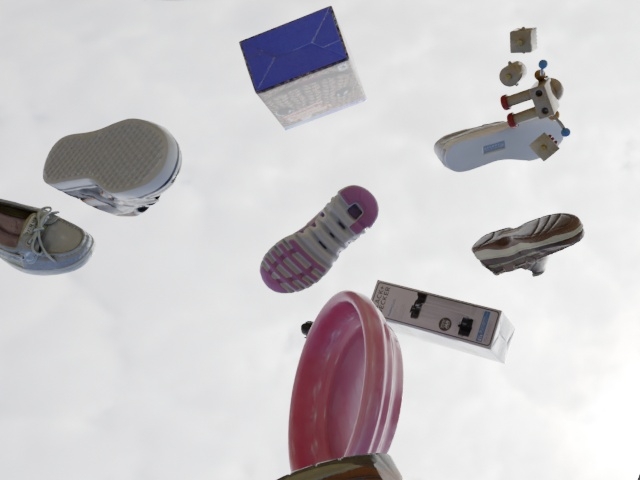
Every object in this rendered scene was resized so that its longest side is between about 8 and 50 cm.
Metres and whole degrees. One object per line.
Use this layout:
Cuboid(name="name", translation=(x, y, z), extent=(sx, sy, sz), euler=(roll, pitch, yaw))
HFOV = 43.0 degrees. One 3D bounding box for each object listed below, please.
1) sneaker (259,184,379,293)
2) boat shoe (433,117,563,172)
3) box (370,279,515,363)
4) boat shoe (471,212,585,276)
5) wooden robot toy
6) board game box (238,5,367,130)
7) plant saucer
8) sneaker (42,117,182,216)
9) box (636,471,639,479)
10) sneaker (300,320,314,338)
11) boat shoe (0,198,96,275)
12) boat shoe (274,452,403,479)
Cuboid(name="sneaker", translation=(0.000, 0.000, 1.386), extent=(0.236, 0.095, 0.104), euler=(-40, -176, 4))
Cuboid(name="boat shoe", translation=(0.247, -0.139, 1.134), extent=(0.184, 0.066, 0.063), euler=(-19, -150, -8))
Cuboid(name="box", translation=(0.264, 0.178, 1.786), extent=(0.290, 0.169, 0.087), euler=(12, -103, 28))
Cuboid(name="boat shoe", translation=(0.401, 0.017, 1.524), extent=(0.095, 0.095, 0.257), euler=(-39, -169, -27))
Cuboid(name="wooden robot toy", translation=(0.281, -0.195, 1.059), extent=(0.076, 0.173, 0.079), euler=(-12, -162, 38))
Cuboid(name="board game box", translation=(-0.034, -0.408, 1.972), extent=(0.232, 0.291, 0.141), euler=(-19, -102, 8))
Cuboid(name="plant saucer", translation=(0.041, 0.248, 1.291), extent=(0.084, 0.332, 0.332), euler=(14, -150, -19))
Cuboid(name="sneaker", translation=(-0.289, -0.107, 1.241), extent=(0.321, 0.127, 0.126), euler=(7, -106, 45))
Cuboid(name="box", translation=(0.675, 0.408, 1.298), extent=(0.076, 0.242, 0.307), euler=(0, -158, -37))
Cuboid(name="sneaker", translation=(-0.010, 0.221, 1.940), extent=(0.089, 0.051, 0.170), euler=(8, -179, 12))
Cuboid(name="boat shoe", translation=(-0.580, -0.022, 1.533), extent=(0.320, 0.103, 0.118), euler=(17, -119, 13))
Cuboid(name="boat shoe", translation=(-0.042, 0.338, 0.885), extent=(0.324, 0.122, 0.120), euler=(-35, -119, 22))
